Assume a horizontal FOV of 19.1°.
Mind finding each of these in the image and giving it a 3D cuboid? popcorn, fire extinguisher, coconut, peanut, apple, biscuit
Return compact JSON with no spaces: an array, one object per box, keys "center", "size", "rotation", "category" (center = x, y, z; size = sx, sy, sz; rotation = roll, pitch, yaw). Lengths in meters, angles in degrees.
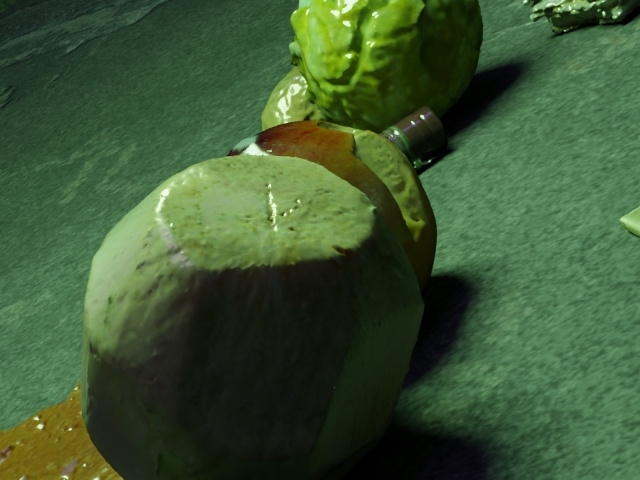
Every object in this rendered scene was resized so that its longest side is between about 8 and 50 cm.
[{"center":[0.055,-0.198,1.780],"size":[0.198,0.198,0.212],"rotation":[-33,58,-11],"category":"popcorn"},{"center":[0.042,-0.057,1.677],"size":[0.157,0.045,0.078],"rotation":[-32,41,-12],"category":"fire extinguisher"},{"center":[-0.053,0.070,1.209],"size":[0.197,0.237,0.237],"rotation":[26,44,17],"category":"coconut"},{"center":[0.007,-0.152,1.903],"size":[0.093,0.083,0.194],"rotation":[10,40,42],"category":"peanut"},{"center":[0.000,0.000,1.392],"size":[0.199,0.199,0.199],"rotation":[-26,19,10],"category":"apple"},{"center":[0.310,-0.281,1.839],"size":[0.239,0.062,0.108],"rotation":[-38,18,-27],"category":"biscuit"},{"center":[-0.189,0.190,1.365],"size":[0.284,0.043,0.306],"rotation":[-19,23,25],"category":"biscuit"}]

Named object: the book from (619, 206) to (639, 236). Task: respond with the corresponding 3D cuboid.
[{"center":[0.259,-0.021,1.301],"size":[0.077,0.014,0.111],"rotation":[-31,19,-7],"category":"book"}]
